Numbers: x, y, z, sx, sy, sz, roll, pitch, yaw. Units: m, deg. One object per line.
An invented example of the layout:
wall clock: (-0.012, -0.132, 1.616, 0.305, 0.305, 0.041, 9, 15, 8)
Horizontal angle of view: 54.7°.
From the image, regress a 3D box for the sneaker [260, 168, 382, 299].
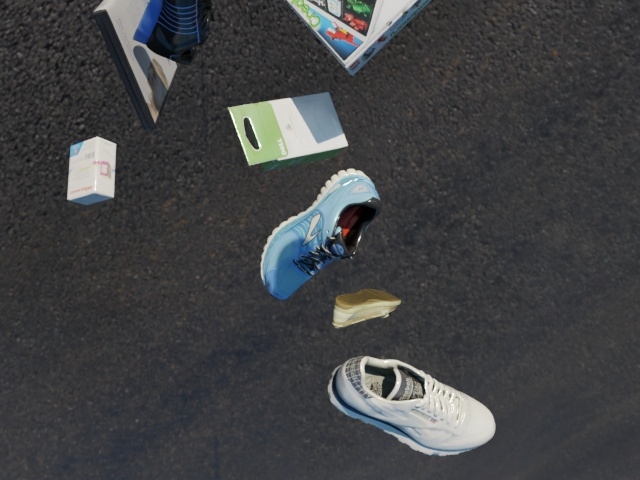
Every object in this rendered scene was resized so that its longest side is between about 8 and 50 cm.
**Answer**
sneaker: (0.000, 0.000, 0.641, 0.063, 0.073, 0.162, 34, 101, -36)

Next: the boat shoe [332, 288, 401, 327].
boat shoe: (0.078, 0.117, 1.056, 0.153, 0.056, 0.048, -4, 114, -49)

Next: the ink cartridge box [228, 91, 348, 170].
ink cartridge box: (-0.064, -0.190, 1.099, 0.209, 0.109, 0.062, -17, 175, -32)

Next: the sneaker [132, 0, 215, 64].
sneaker: (-0.174, -0.318, 0.821, 0.090, 0.081, 0.232, 25, 154, -21)

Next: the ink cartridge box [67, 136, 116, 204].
ink cartridge box: (-0.477, -0.142, 1.290, 0.088, 0.123, 0.052, -10, 163, 30)

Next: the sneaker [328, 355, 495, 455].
sneaker: (0.129, 0.209, 0.791, 0.235, 0.090, 0.095, 19, 144, -13)

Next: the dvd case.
dvd case: (-0.279, -0.306, 0.969, 0.022, 0.253, 0.180, -13, 126, 5)

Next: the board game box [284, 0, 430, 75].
board game box: (0.020, -0.437, 0.975, 0.193, 0.305, 0.053, -41, 167, 12)
